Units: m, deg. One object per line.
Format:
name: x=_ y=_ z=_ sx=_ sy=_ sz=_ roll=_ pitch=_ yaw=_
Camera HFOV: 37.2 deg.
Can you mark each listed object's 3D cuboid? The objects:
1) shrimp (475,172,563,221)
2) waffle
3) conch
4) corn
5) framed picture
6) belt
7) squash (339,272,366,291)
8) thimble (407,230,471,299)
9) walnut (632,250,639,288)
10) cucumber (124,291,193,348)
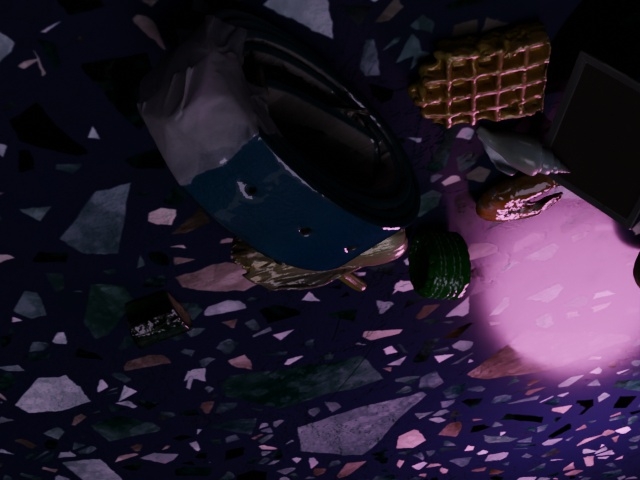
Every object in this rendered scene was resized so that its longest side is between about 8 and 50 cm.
shrimp: x=0.369 y=-0.083 z=1.705 sx=0.187 sy=0.051 sz=0.132 roll=-23 pitch=154 yaw=28
waffle: x=0.235 y=-0.244 z=1.441 sx=0.211 sy=0.055 sz=0.160 roll=-10 pitch=144 yaw=0
conch: x=0.334 y=-0.145 z=1.584 sx=0.180 sy=0.065 sz=0.088 roll=23 pitch=171 yaw=-6
corn: x=0.000 y=0.001 z=1.647 sx=0.305 sy=0.122 sz=0.123 roll=-13 pitch=143 yaw=5
framed picture: x=0.459 y=-0.158 z=1.518 sx=0.014 sy=0.197 sz=0.252 roll=-36 pitch=152 yaw=-34
belt: x=-0.042 y=-0.129 z=1.313 sx=0.436 sy=0.300 sz=0.173 roll=25 pitch=130 yaw=-39
squash: x=0.061 y=0.077 z=1.845 sx=0.027 sy=0.027 sz=0.083 roll=-28 pitch=141 yaw=22
thimble: x=0.219 y=0.043 z=1.760 sx=0.090 sy=0.130 sz=0.118 roll=1 pitch=122 yaw=-18
walnut: x=0.707 y=0.057 z=1.898 sx=0.162 sy=0.140 sz=0.140 roll=-19 pitch=144 yaw=-7
cucumber: x=-0.314 y=0.160 z=1.832 sx=0.115 sy=0.062 sz=0.116 roll=-21 pitch=144 yaw=7
